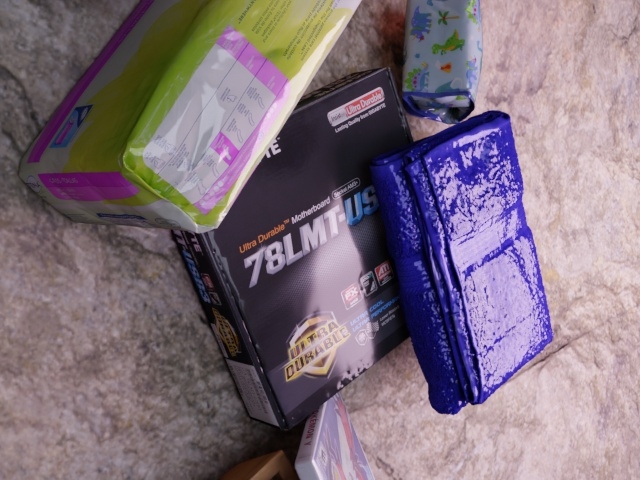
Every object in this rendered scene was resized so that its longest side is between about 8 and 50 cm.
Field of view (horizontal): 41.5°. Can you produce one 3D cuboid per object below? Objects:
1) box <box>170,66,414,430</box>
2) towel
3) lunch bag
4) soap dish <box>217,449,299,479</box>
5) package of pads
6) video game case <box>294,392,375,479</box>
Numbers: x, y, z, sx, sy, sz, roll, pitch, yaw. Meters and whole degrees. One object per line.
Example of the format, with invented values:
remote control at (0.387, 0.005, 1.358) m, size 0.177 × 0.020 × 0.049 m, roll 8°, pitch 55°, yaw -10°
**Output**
box at (0.000, 0.000, 0.909) m, size 0.296 × 0.073 × 0.293 m, roll -31°, pitch 112°, yaw -34°
towel at (0.180, 0.020, 0.964) m, size 0.228 × 0.076 × 0.308 m, roll -27°, pitch 109°, yaw -37°
lunch bag at (0.146, -0.212, 0.990) m, size 0.151 × 0.096 × 0.128 m, roll 10°, pitch 84°, yaw -72°
soap dish at (-0.074, 0.385, 0.844) m, size 0.229 × 0.118 × 0.290 m, roll -38°, pitch 114°, yaw -30°
package of pads at (-0.104, -0.147, 0.716) m, size 0.101 × 0.229 × 0.296 m, roll 42°, pitch 67°, yaw -32°
video game case at (0.030, 0.269, 0.895) m, size 0.183 × 0.023 × 0.201 m, roll -69°, pitch 138°, yaw -71°
